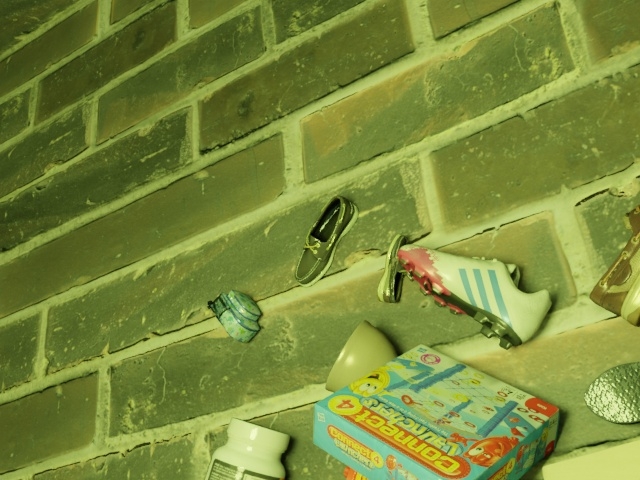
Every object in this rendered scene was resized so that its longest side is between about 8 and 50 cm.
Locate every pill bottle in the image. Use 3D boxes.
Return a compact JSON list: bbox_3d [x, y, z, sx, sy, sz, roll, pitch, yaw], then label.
[{"bbox_3d":[-0.164,0.519,1.534,0.162,0.162,0.278,8,74,38],"label":"pill bottle"}]

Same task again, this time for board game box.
[{"bbox_3d":[0.199,0.322,1.289,0.308,0.302,0.086,21,119,40],"label":"board game box"}]

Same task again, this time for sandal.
[{"bbox_3d":[0.566,0.232,1.234,0.255,0.054,0.097,-28,62,11],"label":"sandal"}]

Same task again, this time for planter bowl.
[{"bbox_3d":[0.097,0.256,1.494,0.109,0.162,0.162,29,86,15],"label":"planter bowl"}]

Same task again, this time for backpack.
[{"bbox_3d":[-0.192,0.177,1.756,0.084,0.105,0.114,-42,56,13],"label":"backpack"}]

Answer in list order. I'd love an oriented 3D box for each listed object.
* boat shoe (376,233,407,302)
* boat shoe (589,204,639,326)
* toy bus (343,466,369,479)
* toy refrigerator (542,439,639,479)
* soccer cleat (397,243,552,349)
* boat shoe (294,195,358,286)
[{"bbox_3d":[0.166,0.062,1.594,0.049,0.056,0.152,12,86,34],"label":"boat shoe"},{"bbox_3d":[0.583,-0.023,1.296,0.123,0.123,0.341,29,93,39],"label":"boat shoe"},{"bbox_3d":[0.120,0.479,1.376,0.211,0.149,0.220,4,73,50],"label":"toy bus"},{"bbox_3d":[0.475,0.370,1.133,0.269,0.094,0.102,-41,45,48],"label":"toy refrigerator"},{"bbox_3d":[0.301,0.081,1.463,0.143,0.116,0.331,-44,51,-11],"label":"soccer cleat"},{"bbox_3d":[0.000,0.000,1.727,0.081,0.069,0.227,29,87,41],"label":"boat shoe"}]
